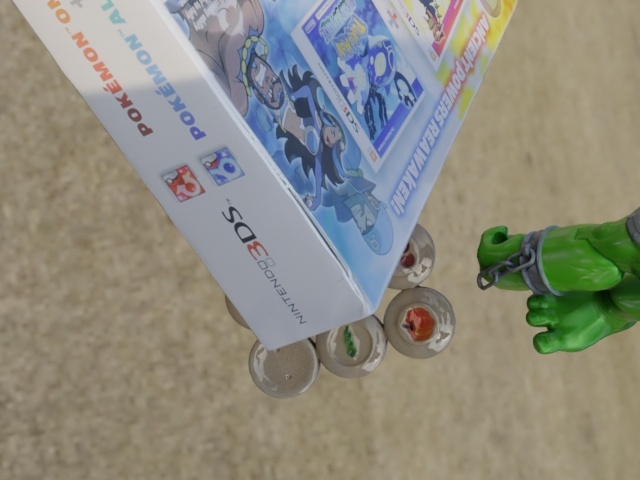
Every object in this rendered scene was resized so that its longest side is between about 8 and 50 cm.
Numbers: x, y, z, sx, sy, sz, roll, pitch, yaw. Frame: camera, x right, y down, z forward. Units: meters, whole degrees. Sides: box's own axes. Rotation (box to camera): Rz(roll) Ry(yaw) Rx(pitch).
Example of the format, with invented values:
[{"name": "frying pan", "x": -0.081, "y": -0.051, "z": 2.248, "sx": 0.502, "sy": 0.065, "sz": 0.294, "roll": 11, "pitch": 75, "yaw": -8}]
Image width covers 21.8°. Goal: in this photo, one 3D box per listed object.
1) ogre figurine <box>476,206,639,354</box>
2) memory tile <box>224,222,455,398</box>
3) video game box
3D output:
[{"name": "ogre figurine", "x": 0.178, "y": 0.038, "z": 0.771, "sx": 0.197, "sy": 0.118, "sz": 0.097, "roll": 47, "pitch": 58, "yaw": 0}, {"name": "memory tile", "x": 0.000, "y": 0.000, "z": 0.849, "sx": 0.012, "sy": 0.113, "sz": 0.148, "roll": -27, "pitch": 101, "yaw": -80}, {"name": "video game box", "x": -0.019, "y": -0.099, "z": 0.518, "sx": 0.187, "sy": 0.048, "sz": 0.205, "roll": 54, "pitch": 35, "yaw": -19}]
